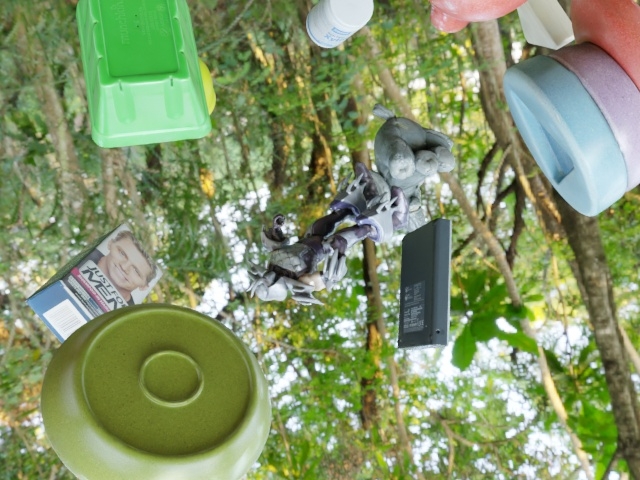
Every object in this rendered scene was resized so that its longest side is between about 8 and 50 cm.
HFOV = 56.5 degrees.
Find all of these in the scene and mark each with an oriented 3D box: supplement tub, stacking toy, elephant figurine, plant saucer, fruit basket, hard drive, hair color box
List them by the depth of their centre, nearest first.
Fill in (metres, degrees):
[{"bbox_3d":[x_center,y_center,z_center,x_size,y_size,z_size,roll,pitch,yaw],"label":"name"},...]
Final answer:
[{"bbox_3d":[0.142,-0.175,0.452,0.130,0.309,0.279,-30,-140,11],"label":"stacking toy"},{"bbox_3d":[-0.160,0.152,0.625,0.241,0.037,0.241,17,-140,-14],"label":"plant saucer"},{"bbox_3d":[0.114,0.051,0.658,0.022,0.135,0.094,8,166,-14],"label":"hard drive"},{"bbox_3d":[0.026,-0.338,0.895,0.071,0.071,0.107,-21,-172,-18],"label":"supplement tub"},{"bbox_3d":[0.155,-0.113,1.198,0.170,0.239,0.186,11,-130,-9],"label":"elephant figurine"},{"bbox_3d":[-0.369,-0.367,1.312,0.283,0.391,0.392,-9,-164,-15],"label":"fruit basket"},{"bbox_3d":[-0.509,0.104,1.392,0.105,0.173,0.347,-29,-163,14],"label":"hair color box"}]

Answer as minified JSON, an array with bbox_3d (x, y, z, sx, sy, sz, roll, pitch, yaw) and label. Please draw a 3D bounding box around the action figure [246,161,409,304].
[{"bbox_3d":[0.000,0.000,0.895,0.285,0.099,0.185,-38,-135,-27],"label":"action figure"}]
